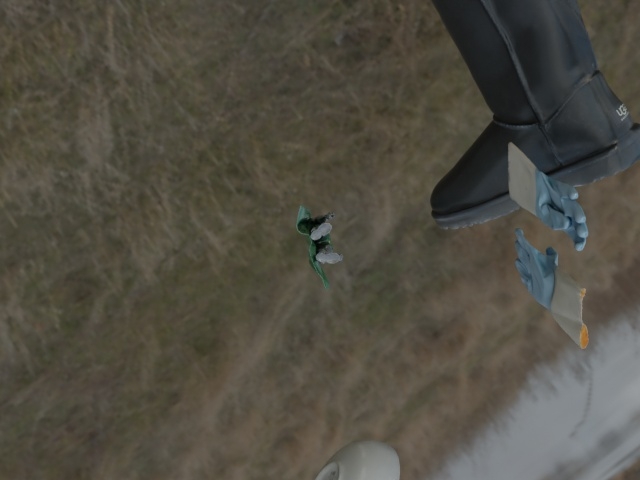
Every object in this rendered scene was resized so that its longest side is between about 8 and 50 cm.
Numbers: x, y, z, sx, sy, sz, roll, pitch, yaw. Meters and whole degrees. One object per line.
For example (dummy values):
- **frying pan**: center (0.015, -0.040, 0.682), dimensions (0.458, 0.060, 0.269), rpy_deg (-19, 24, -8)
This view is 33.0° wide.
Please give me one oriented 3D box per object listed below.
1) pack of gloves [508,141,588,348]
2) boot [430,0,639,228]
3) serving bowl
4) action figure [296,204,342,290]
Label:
- **pack of gloves**: center (0.302, -0.003, 1.372), dimensions (0.046, 0.232, 0.195), rpy_deg (-9, 113, -10)
- **boot**: center (0.219, -0.266, 1.555), dimensions (0.367, 0.445, 0.146), rpy_deg (-22, -167, 40)
- **serving bowl**: center (0.012, 0.155, 0.648), dimensions (0.083, 0.027, 0.083), rpy_deg (-51, -163, 22)
- **action figure**: center (0.000, 0.000, 1.763), dimensions (0.063, 0.137, 0.232), rpy_deg (-13, -175, 0)
